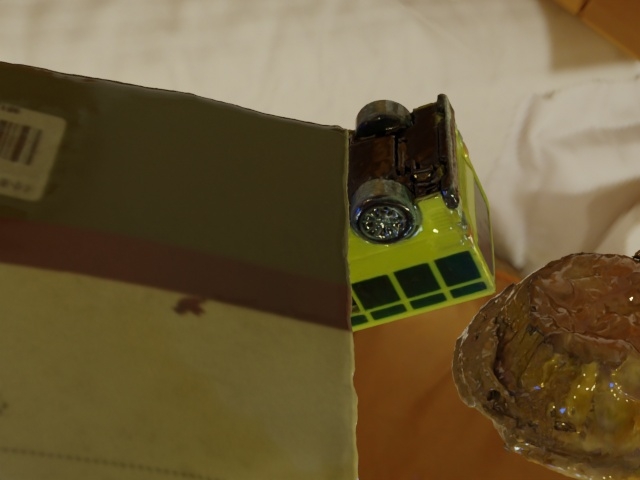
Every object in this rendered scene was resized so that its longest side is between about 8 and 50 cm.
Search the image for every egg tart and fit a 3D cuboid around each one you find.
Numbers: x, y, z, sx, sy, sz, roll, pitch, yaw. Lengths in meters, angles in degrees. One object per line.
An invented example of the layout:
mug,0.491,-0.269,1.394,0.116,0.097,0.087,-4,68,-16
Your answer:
egg tart,0.318,0.116,1.400,0.352,0.352,0.150,-26,131,-27

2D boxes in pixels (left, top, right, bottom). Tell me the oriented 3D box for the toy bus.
toy bus,0.000,0.000,1.018,0.262,0.128,0.150,-17,129,18

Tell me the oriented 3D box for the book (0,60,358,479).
book,-0.084,0.063,0.338,0.201,0.289,0.026,11,142,-13
